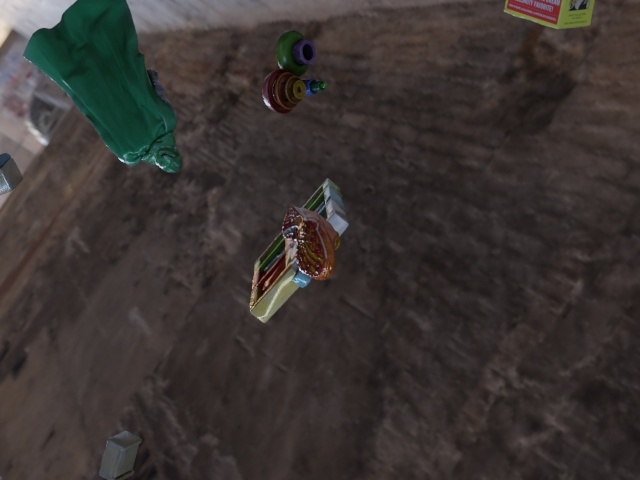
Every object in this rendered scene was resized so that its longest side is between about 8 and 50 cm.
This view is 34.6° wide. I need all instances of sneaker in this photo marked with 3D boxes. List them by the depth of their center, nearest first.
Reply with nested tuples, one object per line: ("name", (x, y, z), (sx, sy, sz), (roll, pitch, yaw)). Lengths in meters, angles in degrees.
("sneaker", (0.000, 0.000, 1.303), (0.067, 0.064, 0.175), (15, -159, -17))

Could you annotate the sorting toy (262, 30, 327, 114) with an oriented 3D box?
("sorting toy", (-0.022, -0.179, 1.101), (0.042, 0.102, 0.061), (1, 151, 39))

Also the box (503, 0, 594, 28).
("box", (0.260, -0.349, 1.087), (0.058, 0.232, 0.087), (-14, -147, -35))

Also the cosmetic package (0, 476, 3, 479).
("cosmetic package", (-0.601, 0.525, 1.565), (0.156, 0.217, 0.385), (63, -176, -4))

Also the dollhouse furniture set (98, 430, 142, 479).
("dollhouse furniture set", (-0.277, 0.367, 1.315), (0.101, 0.182, 0.161), (23, -164, 21))

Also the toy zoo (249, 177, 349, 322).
("toy zoo", (-0.034, 0.014, 1.547), (0.030, 0.192, 0.293), (38, -169, -11))

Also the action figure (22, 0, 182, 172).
("action figure", (-0.216, -0.161, 1.113), (0.232, 0.137, 0.063), (55, -166, 22))

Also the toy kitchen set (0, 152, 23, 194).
("toy kitchen set", (-0.502, -0.098, 1.322), (0.207, 0.122, 0.166), (-85, -25, -67))
